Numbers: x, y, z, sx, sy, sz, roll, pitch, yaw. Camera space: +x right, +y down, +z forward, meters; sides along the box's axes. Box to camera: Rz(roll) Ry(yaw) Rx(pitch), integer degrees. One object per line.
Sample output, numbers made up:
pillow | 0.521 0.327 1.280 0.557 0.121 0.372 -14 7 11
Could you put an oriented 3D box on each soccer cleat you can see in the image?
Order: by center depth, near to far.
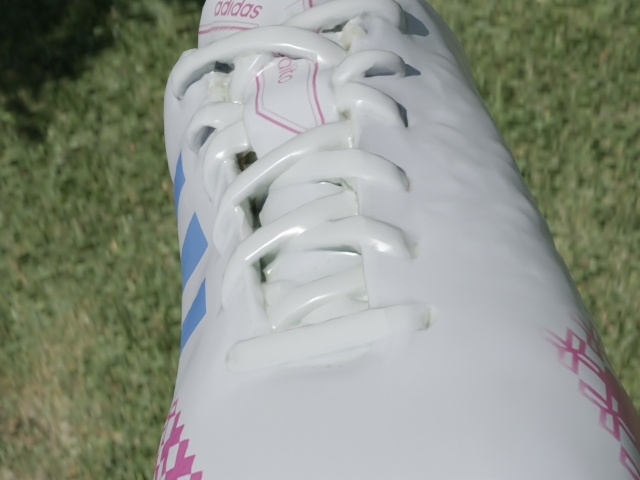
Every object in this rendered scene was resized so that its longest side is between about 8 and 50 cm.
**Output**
soccer cleat | 0.000 0.000 0.481 0.116 0.143 0.331 -16 18 0
